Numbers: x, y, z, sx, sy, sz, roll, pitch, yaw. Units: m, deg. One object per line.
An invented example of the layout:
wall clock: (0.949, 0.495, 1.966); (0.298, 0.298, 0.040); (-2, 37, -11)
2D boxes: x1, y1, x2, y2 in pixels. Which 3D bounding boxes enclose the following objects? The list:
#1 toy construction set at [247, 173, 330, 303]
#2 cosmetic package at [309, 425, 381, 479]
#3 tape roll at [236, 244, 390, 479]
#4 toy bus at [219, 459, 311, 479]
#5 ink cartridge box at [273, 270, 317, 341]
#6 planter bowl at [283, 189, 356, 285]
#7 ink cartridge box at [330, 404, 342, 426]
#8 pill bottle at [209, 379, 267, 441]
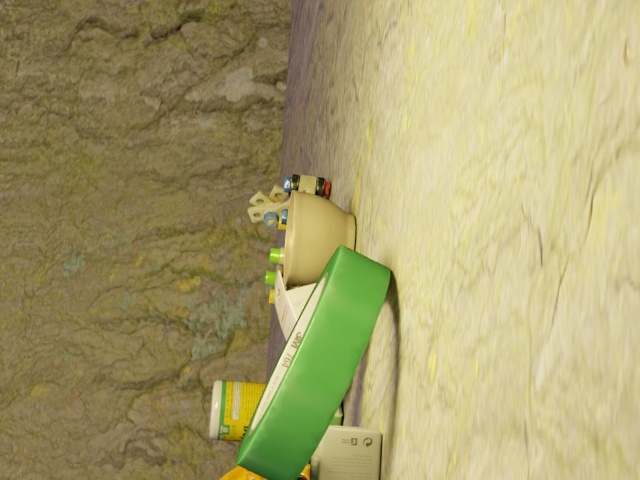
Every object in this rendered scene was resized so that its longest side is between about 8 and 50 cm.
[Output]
toy construction set: (-0.052, -0.009, 2.315); (0.327, 0.151, 0.215); (-107, 19, -45)
cosmetic package: (0.026, 0.361, 1.483); (0.117, 0.085, 0.231); (121, 154, -78)
tape roll: (-0.010, 0.165, 1.496); (0.321, 0.077, 0.321); (-63, 3, 6)
toy bus: (-0.051, 0.458, 1.806); (0.149, 0.220, 0.211); (-35, -73, -54)
ink cartridge box: (-0.015, 0.148, 1.831); (0.115, 0.067, 0.198); (106, 146, -60)
planter bowl: (0.000, 0.000, 1.895); (0.162, 0.109, 0.162); (-176, 90, -85)
ink cartridge box: (-0.022, 0.335, 1.937); (0.154, 0.093, 0.212); (-97, 11, -61)
pill bottle: (-0.108, 0.336, 2.196); (0.117, 0.208, 0.117); (-175, 90, -84)
